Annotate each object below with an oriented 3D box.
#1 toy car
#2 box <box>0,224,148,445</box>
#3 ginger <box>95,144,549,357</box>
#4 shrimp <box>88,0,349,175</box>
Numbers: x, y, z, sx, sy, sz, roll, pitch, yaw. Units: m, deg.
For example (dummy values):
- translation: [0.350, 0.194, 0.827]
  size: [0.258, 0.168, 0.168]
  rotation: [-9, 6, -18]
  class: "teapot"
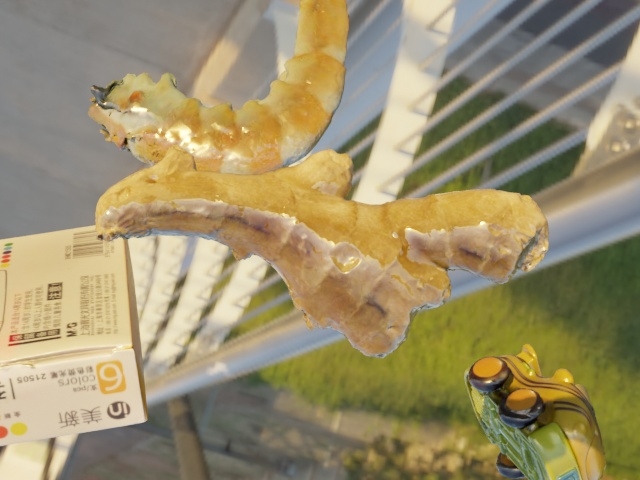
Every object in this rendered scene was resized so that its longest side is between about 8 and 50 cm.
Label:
- translation: [0.305, 0.247, 1.511]
  size: [0.248, 0.142, 0.200]
  rotation: [49, 164, 54]
  class: "toy car"
- translation: [-0.282, 0.085, 1.049]
  size: [0.220, 0.091, 0.274]
  rotation: [-8, -154, -6]
  class: "box"
- translation: [0.000, 0.000, 0.834]
  size: [0.333, 0.148, 0.081]
  rotation: [15, -163, -1]
  class: "ginger"
- translation: [-0.072, -0.151, 1.102]
  size: [0.185, 0.287, 0.068]
  rotation: [50, 174, 18]
  class: "shrimp"
